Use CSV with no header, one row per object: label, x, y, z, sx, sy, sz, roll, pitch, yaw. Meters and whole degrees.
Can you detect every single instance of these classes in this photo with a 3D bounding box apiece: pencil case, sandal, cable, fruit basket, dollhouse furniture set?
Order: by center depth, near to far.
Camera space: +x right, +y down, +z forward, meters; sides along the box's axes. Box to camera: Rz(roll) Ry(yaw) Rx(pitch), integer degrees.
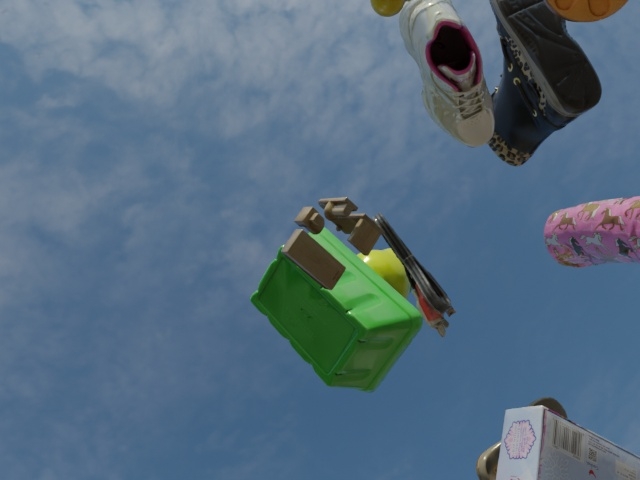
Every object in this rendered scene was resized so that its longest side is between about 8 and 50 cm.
sandal,0.297,0.290,0.770,0.180,0.072,0.049,-28,-23,-26
dollhouse furniture set,0.000,0.000,1.001,0.144,0.123,0.151,41,-108,-25
cable,0.179,0.069,1.101,0.072,0.139,0.287,-40,-101,9
pencil case,0.702,-0.014,1.280,0.167,0.386,0.160,12,-95,-8
fruit basket,0.076,0.145,1.301,0.391,0.392,0.283,24,-69,-21

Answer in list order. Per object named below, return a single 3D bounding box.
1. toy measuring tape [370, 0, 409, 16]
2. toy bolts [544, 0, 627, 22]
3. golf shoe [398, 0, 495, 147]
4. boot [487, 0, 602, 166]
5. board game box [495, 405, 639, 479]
toy measuring tape,0.109,-0.385,0.523,0.121,0.121,0.330,0,-45,-12
toy bolts,0.324,-0.338,0.507,0.228,0.158,0.219,-3,-83,5
golf shoe,0.229,-0.266,0.918,0.115,0.140,0.306,-30,-55,12
boot,0.422,-0.368,1.166,0.138,0.284,0.378,-18,-108,-11
board game box,0.320,0.396,0.590,0.318,0.066,0.318,29,-120,-14
